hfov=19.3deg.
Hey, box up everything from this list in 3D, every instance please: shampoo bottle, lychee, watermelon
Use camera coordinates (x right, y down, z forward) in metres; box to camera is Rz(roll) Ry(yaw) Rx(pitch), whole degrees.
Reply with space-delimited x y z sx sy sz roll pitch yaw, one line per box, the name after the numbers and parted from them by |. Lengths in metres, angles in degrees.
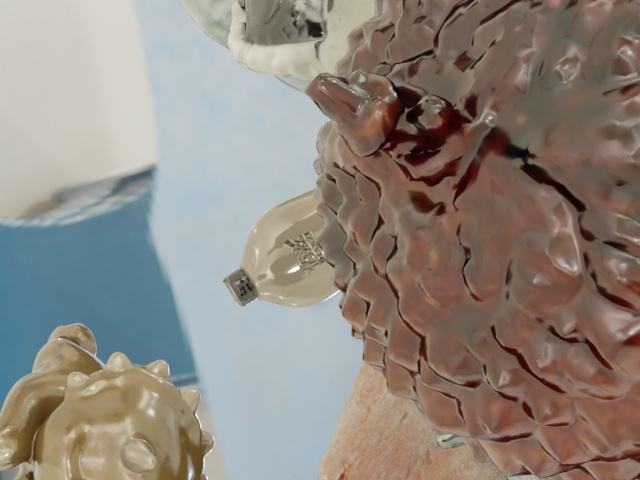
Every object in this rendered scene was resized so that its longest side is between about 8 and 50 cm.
0.000 0.000 2.240 0.257 0.078 0.127 -31 96 -14 | shampoo bottle
0.186 -0.042 1.195 0.500 0.424 0.424 5 75 -34 | lychee
0.129 0.253 1.837 0.250 0.283 0.292 55 28 -40 | watermelon

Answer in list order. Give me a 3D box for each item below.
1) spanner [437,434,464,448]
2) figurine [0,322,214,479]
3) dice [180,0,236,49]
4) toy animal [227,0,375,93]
0.216 0.129 1.456 0.071 0.302 0.017 -5 81 -48 | spanner
-0.176 0.175 1.618 0.247 0.173 0.177 -53 144 -83 | figurine
-0.007 -0.439 2.471 0.348 0.328 0.330 19 58 -48 | dice
0.016 -0.224 1.969 0.204 0.156 0.208 27 65 -30 | toy animal
